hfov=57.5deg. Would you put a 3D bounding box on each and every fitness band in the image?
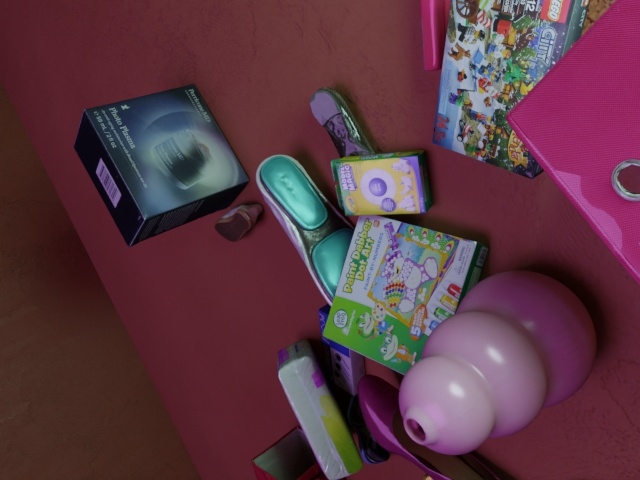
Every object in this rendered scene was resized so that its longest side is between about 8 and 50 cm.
[{"bbox_3d":[0.232,-0.303,0.773,0.209,0.054,0.291,19,127,42],"label":"fitness band"}]

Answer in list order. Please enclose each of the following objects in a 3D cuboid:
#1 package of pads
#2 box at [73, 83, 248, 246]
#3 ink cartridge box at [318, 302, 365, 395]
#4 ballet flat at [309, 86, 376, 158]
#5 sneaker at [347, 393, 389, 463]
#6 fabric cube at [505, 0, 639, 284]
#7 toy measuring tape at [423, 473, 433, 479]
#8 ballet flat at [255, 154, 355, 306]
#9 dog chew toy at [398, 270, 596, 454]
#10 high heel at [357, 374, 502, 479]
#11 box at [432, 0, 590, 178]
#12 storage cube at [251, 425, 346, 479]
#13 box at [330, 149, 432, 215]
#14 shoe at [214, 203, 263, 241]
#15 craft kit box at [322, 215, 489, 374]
[{"bbox_3d":[-0.011,0.402,1.422,0.229,0.101,0.297,-167,52,-85],"label":"package of pads"},{"bbox_3d":[-0.387,-0.191,1.425,0.296,0.294,0.182,59,143,5],"label":"box"},{"bbox_3d":[0.052,0.255,1.365,0.097,0.046,0.207,23,129,43],"label":"ink cartridge box"},{"bbox_3d":[0.062,-0.170,1.080,0.084,0.058,0.250,-27,95,34],"label":"ballet flat"},{"bbox_3d":[0.120,0.449,1.403,0.078,0.067,0.188,-14,99,33],"label":"sneaker"},{"bbox_3d":[0.383,-0.127,0.508,0.254,0.259,0.258,55,144,13],"label":"fabric cube"},{"bbox_3d":[0.217,0.540,1.278,0.330,0.121,0.121,56,145,18],"label":"toy measuring tape"},{"bbox_3d":[0.000,0.000,1.215,0.400,0.139,0.139,55,144,9],"label":"ballet flat"},{"bbox_3d":[0.240,0.177,0.823,0.206,0.331,0.207,30,133,38],"label":"dog chew toy"},{"bbox_3d":[0.235,0.402,1.172,0.377,0.127,0.181,47,142,7],"label":"high heel"},{"bbox_3d":[0.233,-0.213,0.747,0.159,0.044,0.233,29,133,35],"label":"box"},{"bbox_3d":[-0.054,0.686,1.663,0.215,0.183,0.193,8,119,50],"label":"storage cube"},{"bbox_3d":[0.100,-0.099,1.028,0.179,0.043,0.105,0,113,32],"label":"box"},{"bbox_3d":[-0.211,-0.048,1.509,0.076,0.058,0.219,48,151,-13],"label":"shoe"},{"bbox_3d":[0.141,0.094,1.023,0.246,0.061,0.250,18,92,44],"label":"craft kit box"}]
